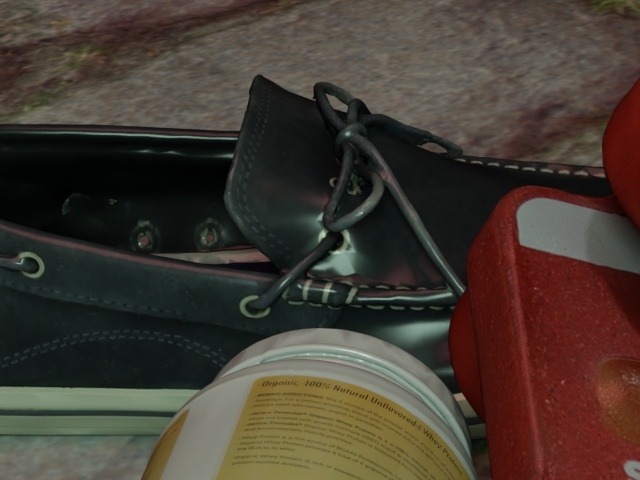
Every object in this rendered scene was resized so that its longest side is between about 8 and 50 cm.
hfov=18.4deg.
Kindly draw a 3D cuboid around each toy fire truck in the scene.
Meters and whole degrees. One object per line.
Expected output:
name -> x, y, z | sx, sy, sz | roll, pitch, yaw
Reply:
toy fire truck -> 0.192, 0.087, 0.766 | 0.302, 0.169, 0.254 | 15, 49, -20

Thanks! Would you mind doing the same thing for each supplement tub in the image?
supplement tub -> -0.011, 0.136, 0.768 | 0.144, 0.144, 0.200 | -2, 28, 13

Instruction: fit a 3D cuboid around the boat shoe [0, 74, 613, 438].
boat shoe -> 0.000, 0.000, 1.022 | 0.500, 0.156, 0.187 | -2, 26, 9
